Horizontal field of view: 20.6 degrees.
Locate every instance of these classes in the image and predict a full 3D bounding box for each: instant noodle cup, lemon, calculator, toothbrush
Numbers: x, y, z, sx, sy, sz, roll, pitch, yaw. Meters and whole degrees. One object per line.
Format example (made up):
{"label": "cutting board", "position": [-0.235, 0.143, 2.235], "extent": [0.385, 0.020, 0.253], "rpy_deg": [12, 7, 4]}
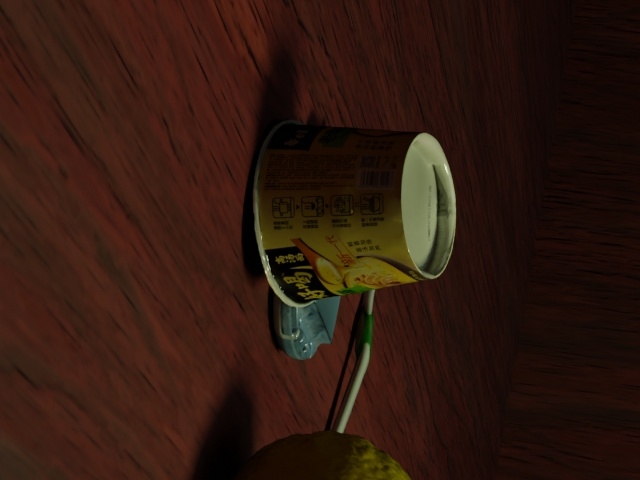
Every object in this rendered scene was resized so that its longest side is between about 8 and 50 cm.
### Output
{"label": "instant noodle cup", "position": [0.030, -0.022, 1.372], "extent": [0.151, 0.122, 0.151], "rpy_deg": [3, 86, -63]}
{"label": "lemon", "position": [-0.004, 0.238, 1.342], "extent": [0.180, 0.180, 0.193], "rpy_deg": [81, -2, -52]}
{"label": "calculator", "position": [0.000, 0.000, 1.514], "extent": [0.121, 0.039, 0.210], "rpy_deg": [71, 28, -66]}
{"label": "toothbrush", "position": [0.042, 0.102, 1.801], "extent": [0.030, 0.030, 0.304], "rpy_deg": [81, 24, -52]}
